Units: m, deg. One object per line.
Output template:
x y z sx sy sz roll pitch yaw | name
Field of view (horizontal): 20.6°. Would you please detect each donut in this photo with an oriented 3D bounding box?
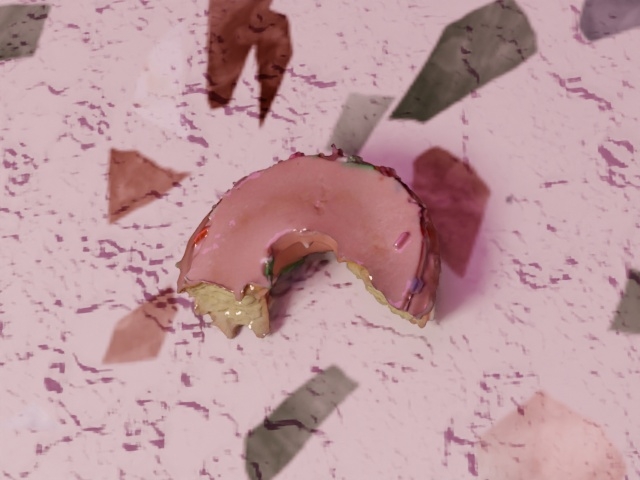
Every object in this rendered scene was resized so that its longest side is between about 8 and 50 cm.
0.000 0.000 1.063 0.166 0.065 0.117 5 65 19 | donut
